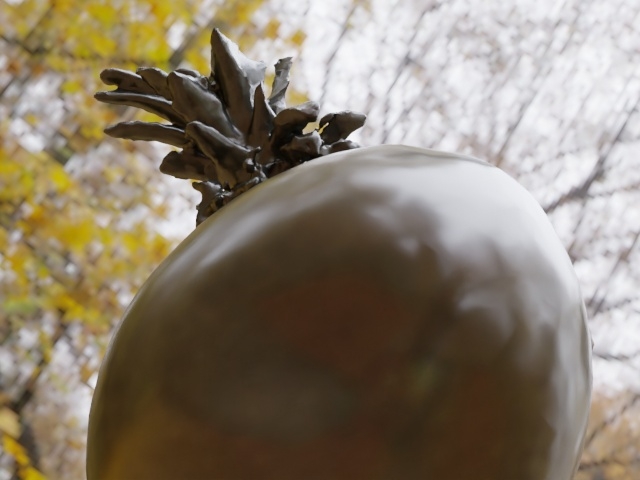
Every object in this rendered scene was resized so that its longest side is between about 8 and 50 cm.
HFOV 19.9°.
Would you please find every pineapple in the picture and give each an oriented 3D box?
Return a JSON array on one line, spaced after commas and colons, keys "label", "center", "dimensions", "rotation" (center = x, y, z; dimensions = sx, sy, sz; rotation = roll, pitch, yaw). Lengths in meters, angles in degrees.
[{"label": "pineapple", "center": [0.000, 0.000, 1.092], "dimensions": [0.340, 0.169, 0.169], "rotation": [40, -24, 25]}]

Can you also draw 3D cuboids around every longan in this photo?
[{"label": "longan", "center": [0.010, 0.070, 0.813], "dimensions": [0.215, 0.246, 0.246], "rotation": [18, -24, -19]}]
